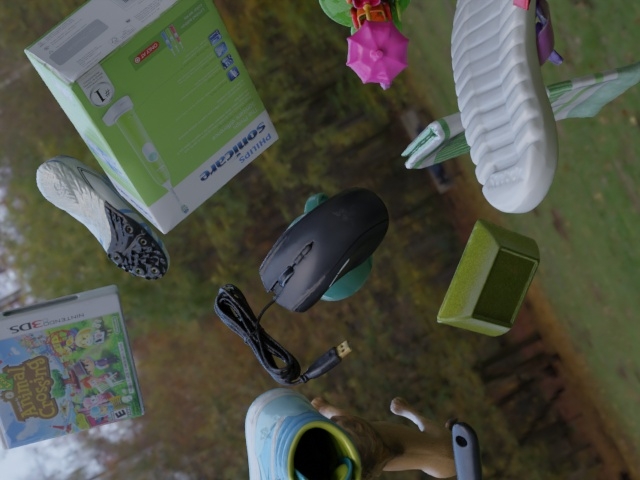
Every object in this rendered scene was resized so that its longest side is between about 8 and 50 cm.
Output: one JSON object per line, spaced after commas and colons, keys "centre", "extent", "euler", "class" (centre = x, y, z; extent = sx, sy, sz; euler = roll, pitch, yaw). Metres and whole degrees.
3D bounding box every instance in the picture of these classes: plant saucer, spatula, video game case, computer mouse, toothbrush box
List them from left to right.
{"centre": [-0.338, 0.167, 1.519], "extent": [0.023, 0.193, 0.212], "euler": [-118, 18, -53], "class": "video game case"}
{"centre": [-0.203, -0.181, 1.482], "extent": [0.122, 0.206, 0.283], "euler": [37, 164, 40], "class": "toothbrush box"}
{"centre": [-0.004, 0.059, 1.487], "extent": [0.184, 0.262, 0.060], "euler": [53, -174, 21], "class": "computer mouse"}
{"centre": [0.170, 0.291, 1.252], "extent": [0.084, 0.030, 0.296], "euler": [20, 143, 34], "class": "spatula"}
{"centre": [0.301, 0.074, 2.010], "extent": [0.045, 0.188, 0.188], "euler": [27, -173, 43], "class": "plant saucer"}

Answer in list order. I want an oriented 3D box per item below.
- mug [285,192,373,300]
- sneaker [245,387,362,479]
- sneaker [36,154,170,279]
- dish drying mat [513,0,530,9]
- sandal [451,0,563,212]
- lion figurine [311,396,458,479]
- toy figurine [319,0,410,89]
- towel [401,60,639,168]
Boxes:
{"centre": [-0.004, 0.009, 1.797], "extent": [0.158, 0.129, 0.097], "euler": [46, -176, 31], "class": "mug"}
{"centre": [-0.015, 0.368, 1.561], "extent": [0.208, 0.127, 0.319], "euler": [-171, 69, -68], "class": "sneaker"}
{"centre": [-0.302, -0.039, 1.694], "extent": [0.237, 0.085, 0.086], "euler": [42, -150, 3], "class": "sneaker"}
{"centre": [0.214, -0.286, 1.233], "extent": [0.032, 0.008, 0.083], "euler": [-133, 40, -61], "class": "dish drying mat"}
{"centre": [0.243, -0.213, 1.452], "extent": [0.169, 0.102, 0.416], "euler": [-41, 43, 55], "class": "sandal"}
{"centre": [0.127, 0.351, 1.986], "extent": [0.240, 0.392, 0.142], "euler": [20, 110, 61], "class": "lion figurine"}
{"centre": [0.071, -0.263, 1.554], "extent": [0.173, 0.130, 0.159], "euler": [70, -168, -52], "class": "toy figurine"}
{"centre": [0.295, -0.182, 1.741], "extent": [0.248, 0.324, 0.038], "euler": [128, 125, -80], "class": "towel"}
